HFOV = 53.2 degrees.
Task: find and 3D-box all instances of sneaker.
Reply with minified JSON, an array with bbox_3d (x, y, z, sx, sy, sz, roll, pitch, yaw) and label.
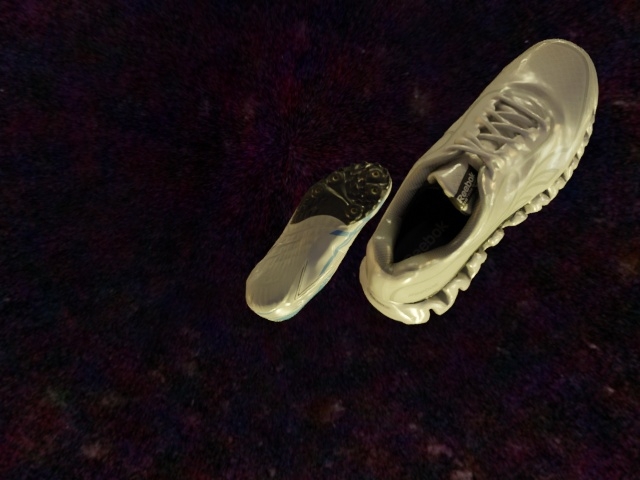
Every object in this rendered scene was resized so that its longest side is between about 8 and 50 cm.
[{"bbox_3d":[0.139,-0.060,0.537,0.110,0.118,0.292,35,83,21],"label":"sneaker"},{"bbox_3d":[0.000,0.000,0.794,0.085,0.086,0.237,42,93,24],"label":"sneaker"}]
